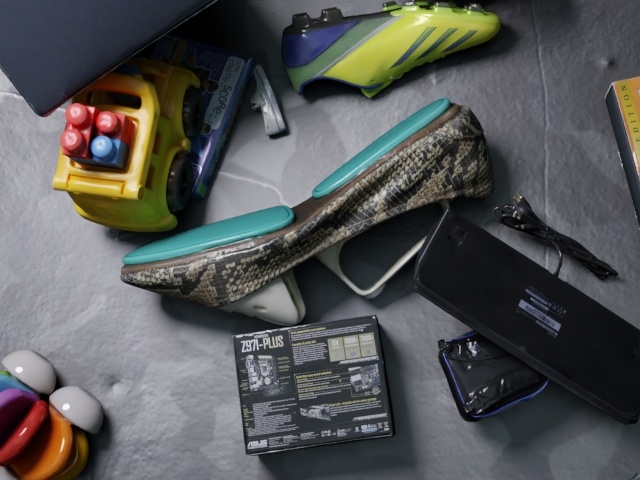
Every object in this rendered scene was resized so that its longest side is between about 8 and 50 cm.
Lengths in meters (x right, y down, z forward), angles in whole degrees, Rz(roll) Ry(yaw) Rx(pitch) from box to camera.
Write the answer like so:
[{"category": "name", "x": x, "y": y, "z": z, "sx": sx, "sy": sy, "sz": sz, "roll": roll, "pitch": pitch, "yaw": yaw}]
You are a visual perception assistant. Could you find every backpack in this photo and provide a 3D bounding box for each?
[{"category": "backpack", "x": 0.208, "y": 0.155, "z": 1.150, "sx": 0.114, "sy": 0.084, "sz": 0.105, "roll": -20, "pitch": 75, "yaw": -5}]

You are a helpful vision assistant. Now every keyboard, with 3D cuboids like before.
[{"category": "keyboard", "x": 0.270, "y": 0.064, "z": 1.149, "sx": 0.317, "sy": 0.033, "sz": 0.201, "roll": 33, "pitch": 60, "yaw": -2}]

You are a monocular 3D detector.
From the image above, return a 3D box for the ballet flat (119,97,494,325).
[{"category": "ballet flat", "x": 0.000, "y": 0.000, "z": 1.187, "sx": 0.483, "sy": 0.164, "sz": 0.182, "roll": -26, "pitch": 101, "yaw": -1}]

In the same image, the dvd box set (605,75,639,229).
[{"category": "dvd box set", "x": 0.596, "y": -0.090, "z": 1.172, "sx": 0.421, "sy": 0.062, "sz": 0.307, "roll": -12, "pitch": 77, "yaw": 3}]

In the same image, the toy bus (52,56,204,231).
[{"category": "toy bus", "x": -0.245, "y": -0.139, "z": 1.167, "sx": 0.150, "sy": 0.211, "sz": 0.220, "roll": 8, "pitch": 79, "yaw": 10}]

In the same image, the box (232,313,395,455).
[{"category": "box", "x": -0.007, "y": 0.178, "z": 1.173, "sx": 0.180, "sy": 0.077, "sz": 0.147, "roll": -10, "pitch": 77, "yaw": 4}]

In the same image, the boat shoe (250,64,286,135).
[{"category": "boat shoe", "x": -0.078, "y": -0.187, "z": 1.285, "sx": 0.035, "sy": 0.035, "sz": 0.100, "roll": -20, "pitch": 83, "yaw": -1}]

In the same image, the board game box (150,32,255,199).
[{"category": "board game box", "x": -0.186, "y": -0.170, "z": 1.292, "sx": 0.136, "sy": 0.035, "sz": 0.201, "roll": 20, "pitch": 81, "yaw": 11}]

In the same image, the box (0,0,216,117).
[{"category": "box", "x": -0.305, "y": -0.375, "z": 1.163, "sx": 0.294, "sy": 0.212, "sz": 0.395, "roll": -34, "pitch": 37, "yaw": -2}]

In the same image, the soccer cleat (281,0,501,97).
[{"category": "soccer cleat", "x": 0.093, "y": -0.253, "z": 1.266, "sx": 0.289, "sy": 0.093, "sz": 0.121, "roll": -6, "pitch": 107, "yaw": 1}]

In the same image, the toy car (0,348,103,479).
[{"category": "toy car", "x": -0.373, "y": 0.228, "z": 1.175, "sx": 0.182, "sy": 0.136, "sz": 0.159, "roll": 35, "pitch": 84, "yaw": 12}]
